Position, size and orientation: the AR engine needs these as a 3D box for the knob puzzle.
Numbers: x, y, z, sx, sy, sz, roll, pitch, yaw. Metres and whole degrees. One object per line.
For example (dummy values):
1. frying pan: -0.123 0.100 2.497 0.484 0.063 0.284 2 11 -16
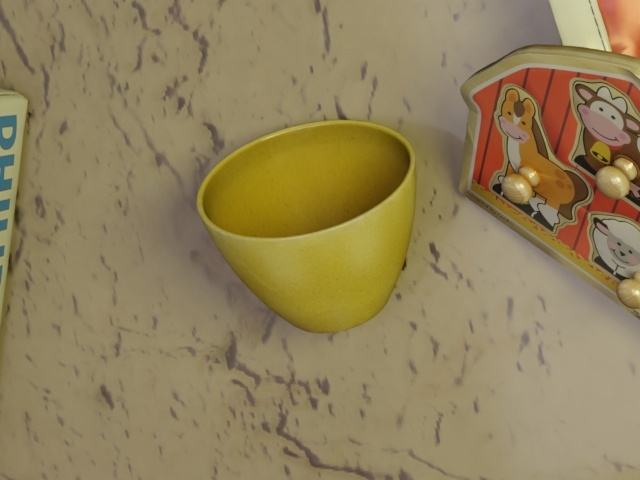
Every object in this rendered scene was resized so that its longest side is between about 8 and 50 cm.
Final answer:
1. knob puzzle: 0.149 -0.029 0.768 0.213 0.213 0.030 43 66 9

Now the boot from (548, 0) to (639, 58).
1. boot: 0.218 -0.143 0.780 0.176 0.088 0.244 -17 93 16

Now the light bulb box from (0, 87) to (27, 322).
1. light bulb box: -0.393 0.066 0.886 0.225 0.361 0.358 14 104 19

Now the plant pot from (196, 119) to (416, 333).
1. plant pot: 0.000 0.000 0.867 0.134 0.134 0.095 -1 124 20
